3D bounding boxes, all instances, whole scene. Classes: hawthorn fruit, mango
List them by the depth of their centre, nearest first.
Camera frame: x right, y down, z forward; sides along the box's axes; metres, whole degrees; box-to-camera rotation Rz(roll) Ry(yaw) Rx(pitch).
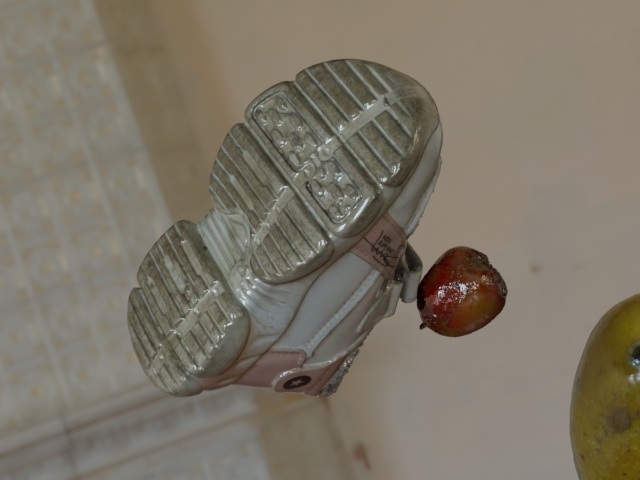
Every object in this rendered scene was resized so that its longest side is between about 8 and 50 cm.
[{"bbox_3d":[0.116,0.043,1.577,0.077,0.077,0.077,-20,0,0],"label":"hawthorn fruit"},{"bbox_3d":[0.333,0.187,1.951,0.176,0.175,0.329,-14,-42,-22],"label":"mango"}]

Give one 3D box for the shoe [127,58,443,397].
[{"bbox_3d":[-0.001,-0.003,1.630,0.198,0.172,0.351,14,-49,-45],"label":"shoe"}]
